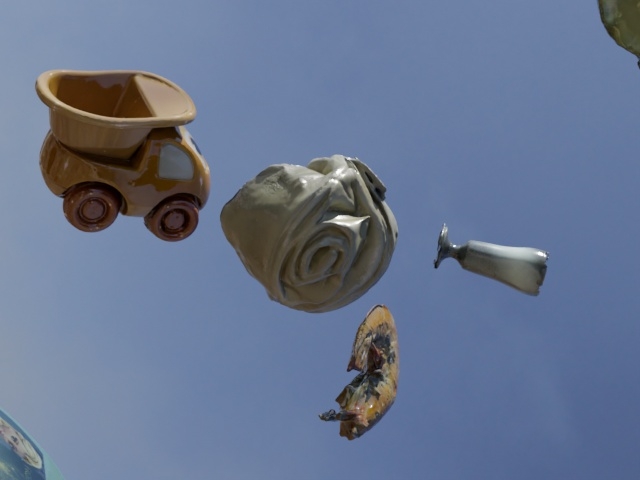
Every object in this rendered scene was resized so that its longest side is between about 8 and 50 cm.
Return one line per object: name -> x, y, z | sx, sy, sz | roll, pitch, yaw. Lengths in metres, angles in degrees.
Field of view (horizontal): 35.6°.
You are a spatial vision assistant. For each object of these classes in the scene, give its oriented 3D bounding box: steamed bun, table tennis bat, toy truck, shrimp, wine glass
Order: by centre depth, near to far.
table tennis bat -> -0.206, 0.183, 0.724 | 0.237, 0.038, 0.149 | 47, -3, -14
shrimp -> 0.046, 0.143, 1.100 | 0.051, 0.187, 0.132 | -5, -64, 23
steamed bun -> 0.002, -0.001, 1.282 | 0.218, 0.211, 0.144 | 59, -1, -27
wine glass -> 0.241, 0.027, 1.419 | 0.072, 0.155, 0.072 | 15, 90, -84
toy truck -> -0.301, -0.133, 1.519 | 0.204, 0.288, 0.211 | 56, -46, 51

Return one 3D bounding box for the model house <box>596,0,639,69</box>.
model house -> 0.450, -0.260, 1.120 | 0.321, 0.261, 0.266 | 49, 15, -8
